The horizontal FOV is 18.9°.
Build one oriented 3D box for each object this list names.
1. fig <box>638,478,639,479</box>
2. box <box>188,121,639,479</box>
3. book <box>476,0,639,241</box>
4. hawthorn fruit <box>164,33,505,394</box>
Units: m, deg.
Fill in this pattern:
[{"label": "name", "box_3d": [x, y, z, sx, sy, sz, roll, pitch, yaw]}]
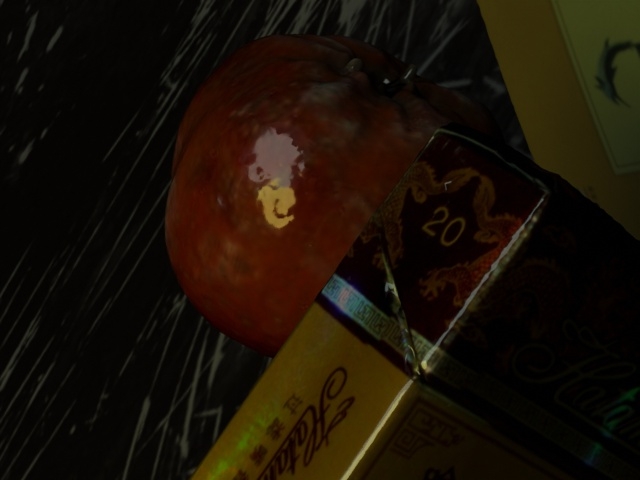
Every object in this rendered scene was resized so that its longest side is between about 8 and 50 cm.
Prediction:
[{"label": "fig", "box_3d": [0.217, 0.167, 1.035, 0.148, 0.202, 0.149, -46, 4, -8]}, {"label": "box", "box_3d": [0.058, 0.167, 1.110, 0.415, 0.264, 0.116, -53, 39, 3]}, {"label": "book", "box_3d": [0.239, -0.114, 1.079, 0.032, 0.269, 0.389, -26, 11, -34]}, {"label": "hawthorn fruit", "box_3d": [0.000, 0.000, 1.321, 0.242, 0.242, 0.271, 45, 120, 49]}]
